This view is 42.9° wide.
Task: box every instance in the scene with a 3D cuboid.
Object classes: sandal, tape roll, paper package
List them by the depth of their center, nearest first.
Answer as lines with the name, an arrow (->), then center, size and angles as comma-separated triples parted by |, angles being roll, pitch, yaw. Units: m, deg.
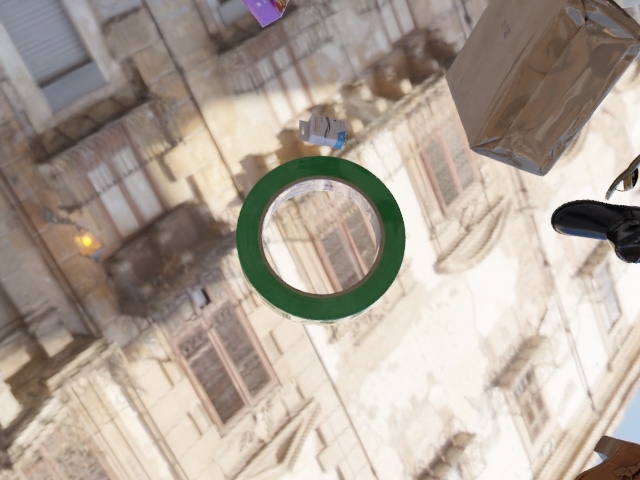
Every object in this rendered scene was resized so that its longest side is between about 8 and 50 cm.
paper package -> 0.380, -0.320, 1.448 | 0.310, 0.168, 0.325 | -58, -163, 29
tape roll -> 0.000, 0.000, 1.558 | 0.321, 0.321, 0.077 | -28, 170, -10
sandal -> 0.764, -0.155, 2.011 | 0.072, 0.049, 0.180 | -32, 162, -45

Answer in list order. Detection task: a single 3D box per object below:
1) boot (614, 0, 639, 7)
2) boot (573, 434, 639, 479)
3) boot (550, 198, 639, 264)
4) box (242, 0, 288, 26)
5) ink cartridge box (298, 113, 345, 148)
boot -> 0.691, -0.523, 1.677 | 0.244, 0.088, 0.176 | -34, 161, -4
boot -> 0.548, 0.462, 1.490 | 0.152, 0.073, 0.197 | 16, -103, 55
boot -> 0.676, -0.021, 1.904 | 0.246, 0.094, 0.207 | 2, -159, 8
box -> -0.129, -0.621, 1.739 | 0.057, 0.201, 0.293 | -19, -141, 32
ink cartridge box -> 0.003, -0.202, 1.499 | 0.028, 0.083, 0.048 | 128, -33, -57
